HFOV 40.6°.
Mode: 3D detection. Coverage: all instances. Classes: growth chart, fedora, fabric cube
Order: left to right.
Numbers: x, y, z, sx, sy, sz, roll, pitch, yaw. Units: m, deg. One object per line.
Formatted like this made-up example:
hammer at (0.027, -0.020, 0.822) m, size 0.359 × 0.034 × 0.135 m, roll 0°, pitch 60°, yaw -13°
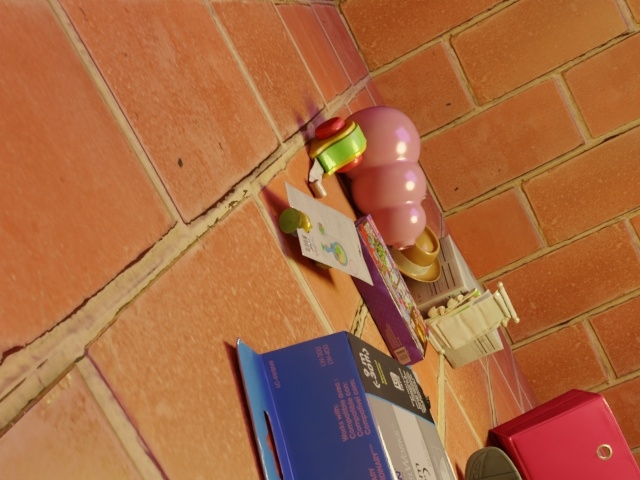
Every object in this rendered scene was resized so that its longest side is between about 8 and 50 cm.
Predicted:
fedora at (0.231, 0.011, 2.098) m, size 0.194 × 0.079 × 0.194 m, roll 23°, pitch 36°, yaw -18°
growth chart at (0.359, 0.188, 2.103) m, size 0.021 × 0.237 × 0.172 m, roll -112°, pitch 178°, yaw -54°
fabric cube at (0.617, 0.548, 2.193) m, size 0.259 × 0.258 × 0.254 m, roll 92°, pitch -26°, yaw -83°

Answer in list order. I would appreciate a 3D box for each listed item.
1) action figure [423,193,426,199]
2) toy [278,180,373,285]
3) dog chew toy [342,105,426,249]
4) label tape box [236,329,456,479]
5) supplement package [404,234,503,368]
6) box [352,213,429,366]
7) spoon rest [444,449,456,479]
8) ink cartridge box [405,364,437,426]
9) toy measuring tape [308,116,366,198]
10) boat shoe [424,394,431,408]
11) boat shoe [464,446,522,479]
action figure at (0.194, -0.160, 2.303) m, size 0.164 × 0.141 × 0.275 m, roll 67°, pitch 11°, yaw 7°
toy at (0.000, 0.000, 1.473) m, size 0.237 × 0.056 × 0.137 m, roll 31°, pitch 39°, yaw -57°
dog chew toy at (0.152, -0.140, 2.017) m, size 0.206 × 0.206 × 0.332 m, roll 21°, pitch 53°, yaw -70°
label tape box at (0.050, 0.253, 1.056) m, size 0.347 × 0.115 × 0.249 m, roll 40°, pitch 28°, yaw -55°
supplement package at (0.337, 0.159, 2.228) m, size 0.262 × 0.145 × 0.204 m, roll 54°, pitch 17°, yaw -35°
box at (0.131, 0.098, 1.769) m, size 0.293 × 0.057 × 0.201 m, roll 63°, pitch 13°, yaw -4°
spoon rest at (0.196, 0.416, 1.325) m, size 0.137 × 0.084 × 0.276 m, roll 53°, pitch 24°, yaw -42°
ink cartridge box at (0.153, 0.287, 1.522) m, size 0.122 × 0.052 × 0.088 m, roll 68°, pitch 14°, yaw 11°
toy measuring tape at (0.038, -0.183, 1.822) m, size 0.121 × 0.121 × 0.330 m, roll 59°, pitch 15°, yaw -20°
boat shoe at (0.188, 0.312, 1.627) m, size 0.049 × 0.040 × 0.142 m, roll 60°, pitch 15°, yaw -16°
boat shoe at (0.366, 0.561, 1.689) m, size 0.103 × 0.118 × 0.320 m, roll 66°, pitch 4°, yaw -51°
